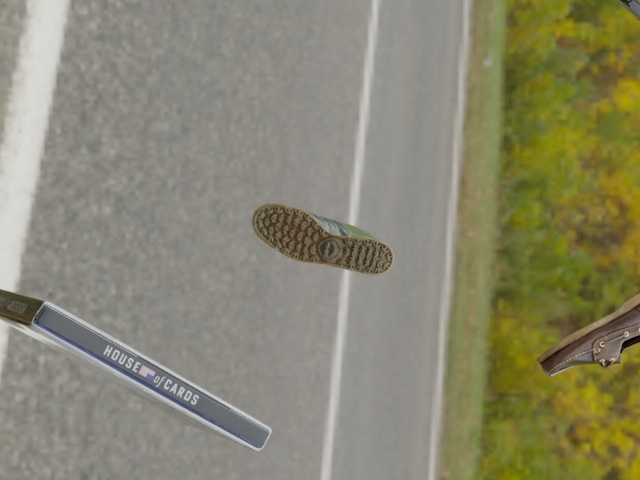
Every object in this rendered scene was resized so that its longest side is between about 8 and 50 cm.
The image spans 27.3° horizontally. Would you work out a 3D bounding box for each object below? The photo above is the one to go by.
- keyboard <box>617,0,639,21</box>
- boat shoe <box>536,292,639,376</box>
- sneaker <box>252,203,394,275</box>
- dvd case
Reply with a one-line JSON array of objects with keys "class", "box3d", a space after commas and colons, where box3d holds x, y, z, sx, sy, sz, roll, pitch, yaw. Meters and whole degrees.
[{"class": "keyboard", "box3d": [0.442, -0.383, 1.966, 0.038, 0.192, 0.100, -52, -157, 13]}, {"class": "boat shoe", "box3d": [0.410, 0.143, 1.876, 0.073, 0.207, 0.073, 60, 1, 13]}, {"class": "sneaker", "box3d": [0.000, 0.000, 1.745, 0.086, 0.192, 0.064, -131, -121, -85]}, {"class": "dvd case", "box3d": [-0.178, 0.115, 1.188, 0.029, 0.239, 0.179, -62, -155, -12]}]
